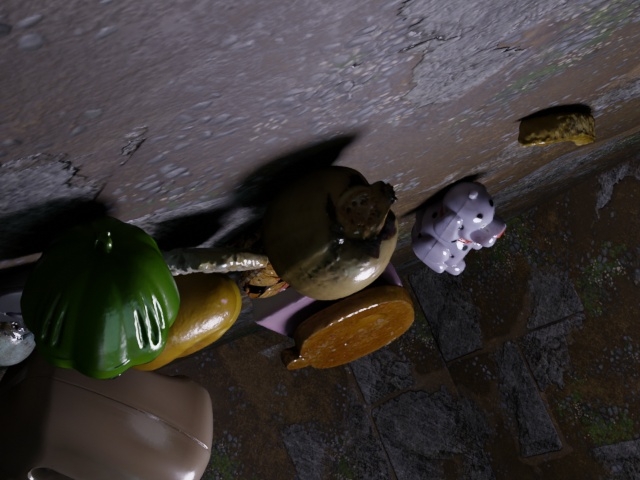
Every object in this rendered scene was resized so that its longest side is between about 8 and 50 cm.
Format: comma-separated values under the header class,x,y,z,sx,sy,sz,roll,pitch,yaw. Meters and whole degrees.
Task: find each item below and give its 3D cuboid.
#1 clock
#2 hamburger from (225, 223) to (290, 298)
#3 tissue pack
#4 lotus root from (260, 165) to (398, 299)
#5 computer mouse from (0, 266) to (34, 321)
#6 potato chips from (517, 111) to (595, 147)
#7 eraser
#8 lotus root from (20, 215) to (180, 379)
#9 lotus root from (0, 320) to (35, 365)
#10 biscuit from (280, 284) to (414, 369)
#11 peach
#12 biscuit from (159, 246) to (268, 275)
class,x,y,z,sx,sy,sz,roll,pitch,yaw
clock,0.325,-0.049,2.097,0.189,0.189,0.254,-21,166,-20
hamburger,-0.045,0.009,1.558,0.231,0.106,0.231,-22,165,-6
tissue pack,-0.401,0.355,1.674,0.387,0.277,0.267,31,130,-27
lotus root,0.000,0.000,1.317,0.183,0.182,0.310,-21,173,-21
computer mouse,-0.338,0.063,1.196,0.120,0.057,0.232,-30,171,38
potato chips,0.474,-0.212,1.748,0.080,0.057,0.407,-12,179,30
eraser,0.016,0.106,2.001,0.272,0.122,0.359,-31,157,7
lotus root,-0.242,0.038,1.012,0.186,0.186,0.186,-23,173,-3
lotus root,-0.440,0.127,1.263,0.088,0.088,0.165,-23,163,-5
biscuit,0.057,0.196,2.018,0.314,0.063,0.367,-24,159,1
peach,-0.257,0.136,1.626,0.251,0.153,0.251,-18,178,-1
biscuit,-0.171,0.030,1.352,0.188,0.040,0.265,-2,177,-8
